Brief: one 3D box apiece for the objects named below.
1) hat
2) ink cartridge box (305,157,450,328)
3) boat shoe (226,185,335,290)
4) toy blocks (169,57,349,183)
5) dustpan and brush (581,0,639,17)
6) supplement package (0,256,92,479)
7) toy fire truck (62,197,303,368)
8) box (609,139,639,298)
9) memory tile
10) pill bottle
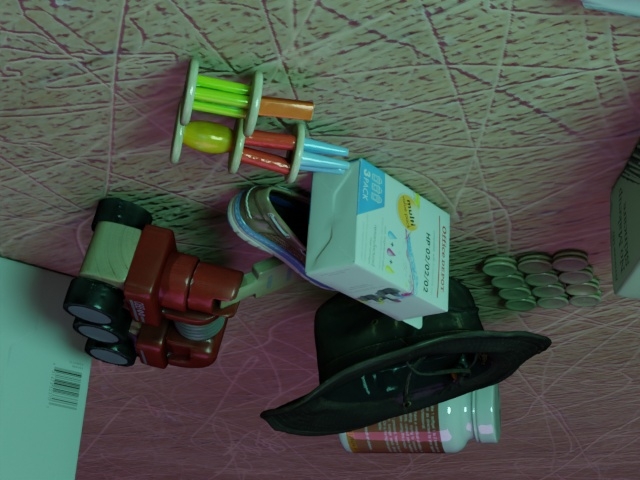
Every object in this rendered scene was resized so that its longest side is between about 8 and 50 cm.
[{"bbox_3d":[0.082,0.111,1.236,0.331,0.134,0.331,-14,162,-5],"label":"hat"},{"bbox_3d":[0.068,0.008,1.034,0.062,0.104,0.181,-14,152,37],"label":"ink cartridge box"},{"bbox_3d":[0.000,0.000,1.062,0.183,0.066,0.066,23,154,-31],"label":"boat shoe"},{"bbox_3d":[-0.041,-0.090,0.886,0.148,0.054,0.123,9,157,-11],"label":"toy blocks"},{"bbox_3d":[0.226,-0.196,0.612,0.147,0.060,0.211,12,165,12],"label":"dustpan and brush"},{"bbox_3d":[-0.389,0.165,1.271,0.204,0.261,0.145,19,153,-32],"label":"supplement package"},{"bbox_3d":[-0.116,0.053,1.151,0.246,0.158,0.217,14,157,3],"label":"toy fire truck"},{"bbox_3d":[0.306,-0.048,0.861,0.094,0.113,0.275,4,156,1],"label":"box"},{"bbox_3d":[0.247,0.046,1.209,0.113,0.012,0.148,-5,154,20],"label":"memory tile"},{"bbox_3d":[0.138,0.236,1.531,0.216,0.121,0.121,-3,156,16],"label":"pill bottle"}]
